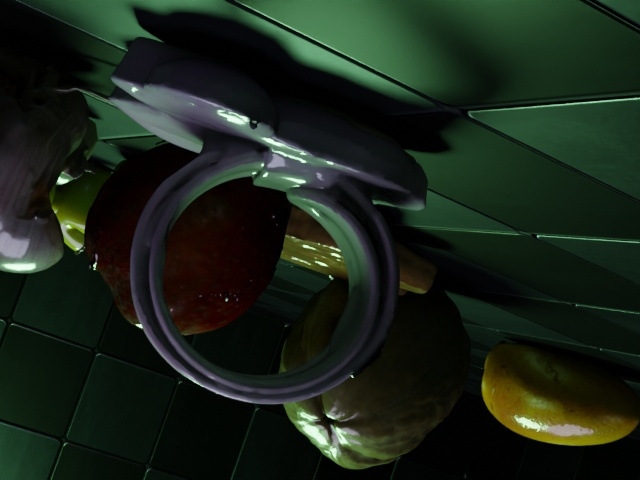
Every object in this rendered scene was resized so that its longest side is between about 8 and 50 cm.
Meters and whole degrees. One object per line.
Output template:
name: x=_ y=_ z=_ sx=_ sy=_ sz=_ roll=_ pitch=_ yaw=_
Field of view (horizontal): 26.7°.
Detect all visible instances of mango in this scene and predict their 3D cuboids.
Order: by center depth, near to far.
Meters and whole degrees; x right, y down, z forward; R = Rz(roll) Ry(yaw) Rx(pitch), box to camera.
mango: x=0.370 y=0.243 z=2.043 sx=0.187 sy=0.138 sz=0.257 roll=9 pitch=-176 yaw=-27

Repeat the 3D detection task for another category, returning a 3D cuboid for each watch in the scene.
watch: x=-0.059 y=-0.001 z=0.967 sx=0.248 sy=0.218 sz=0.211 roll=20 pitch=173 yaw=-7

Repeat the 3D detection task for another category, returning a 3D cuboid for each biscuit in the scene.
biscuit: x=0.001 y=-0.003 z=1.484 sx=0.275 sy=0.052 sz=0.355 roll=19 pitch=175 yaw=13

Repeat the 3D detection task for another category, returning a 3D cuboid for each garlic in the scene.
garlic: x=-0.237 y=-0.092 z=1.172 sx=0.256 sy=0.207 sz=0.207 roll=-13 pitch=168 yaw=6

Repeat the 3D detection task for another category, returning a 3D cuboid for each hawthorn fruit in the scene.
hawthorn fruit: x=-0.099 y=-0.012 z=1.248 sx=0.235 sy=0.181 sz=0.181 roll=-21 pitch=160 yaw=15

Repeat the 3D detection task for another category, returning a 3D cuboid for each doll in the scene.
doll: x=-0.369 y=-0.077 z=1.714 sx=0.220 sy=0.135 sz=0.143 roll=29 pitch=138 yaw=-25

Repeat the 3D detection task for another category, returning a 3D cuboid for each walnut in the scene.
walnut: x=0.064 y=0.161 z=1.703 sx=0.227 sy=0.283 sz=0.283 roll=-1 pitch=164 yaw=28

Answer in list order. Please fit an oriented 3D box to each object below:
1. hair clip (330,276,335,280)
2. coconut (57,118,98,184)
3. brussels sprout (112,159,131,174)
hair clip: x=0.060 y=0.070 z=1.967 sx=0.072 sy=0.034 sz=0.226 roll=15 pitch=171 yaw=40
coconut: x=-0.272 y=-0.100 z=1.364 sx=0.082 sy=0.081 sz=0.083 roll=19 pitch=129 yaw=6
brussels sprout: x=-0.191 y=-0.022 z=1.588 sx=0.155 sy=0.118 sz=0.155 roll=19 pitch=-177 yaw=-1
